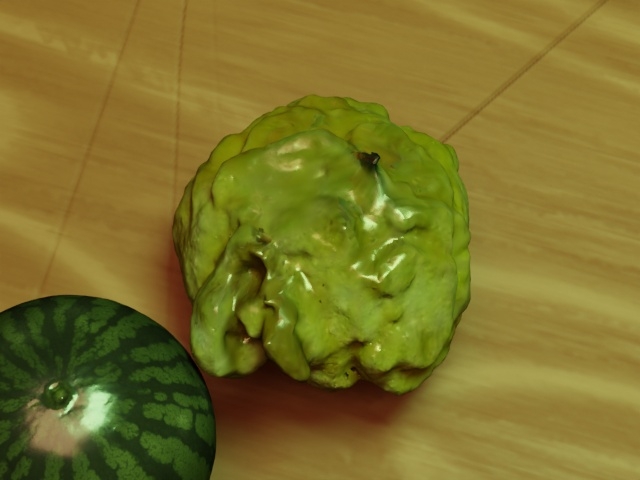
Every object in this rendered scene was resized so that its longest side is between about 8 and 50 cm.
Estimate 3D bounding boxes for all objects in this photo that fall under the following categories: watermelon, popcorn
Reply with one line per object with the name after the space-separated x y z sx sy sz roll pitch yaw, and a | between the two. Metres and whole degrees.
-0.176 0.139 1.387 0.212 0.212 0.212 -1 71 2 | watermelon
0.000 0.000 1.428 0.233 0.192 0.266 23 47 13 | popcorn
